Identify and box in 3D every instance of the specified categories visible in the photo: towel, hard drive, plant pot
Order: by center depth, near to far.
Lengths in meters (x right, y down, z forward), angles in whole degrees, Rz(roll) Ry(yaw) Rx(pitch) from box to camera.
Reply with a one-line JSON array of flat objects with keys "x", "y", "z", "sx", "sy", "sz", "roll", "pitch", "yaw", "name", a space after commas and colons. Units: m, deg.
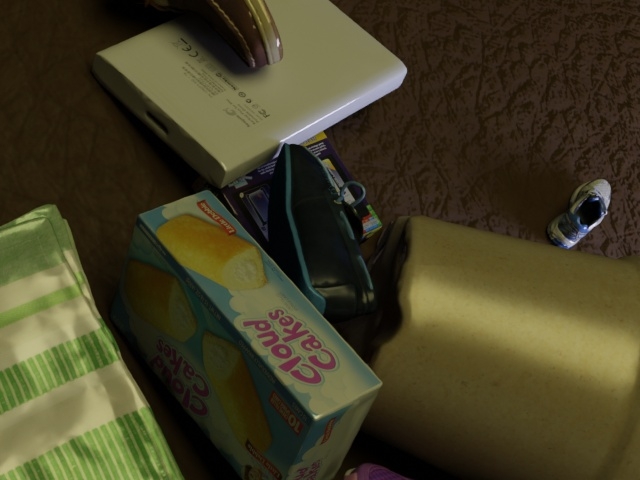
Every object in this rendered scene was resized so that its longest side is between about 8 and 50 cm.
[{"x": -0.265, "y": 0.155, "z": 1.179, "sx": 0.248, "sy": 0.038, "sz": 0.325, "roll": -27, "pitch": 93, "yaw": -35, "name": "towel"}, {"x": 0.186, "y": 0.126, "z": 1.372, "sx": 0.305, "sy": 0.334, "sz": 0.334, "roll": 19, "pitch": 55, "yaw": -9, "name": "plant pot"}, {"x": -0.072, "y": -0.189, "z": 1.504, "sx": 0.203, "sy": 0.040, "sz": 0.307, "roll": 42, "pitch": 47, "yaw": 17, "name": "hard drive"}]

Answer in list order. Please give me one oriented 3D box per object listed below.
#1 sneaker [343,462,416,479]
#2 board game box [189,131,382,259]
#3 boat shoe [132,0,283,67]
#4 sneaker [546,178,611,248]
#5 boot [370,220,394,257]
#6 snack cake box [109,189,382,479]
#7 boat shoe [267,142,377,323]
[{"x": 0.128, "y": 0.267, "z": 1.275, "sx": 0.236, "sy": 0.104, "sz": 0.095, "roll": 34, "pitch": 34, "yaw": -22, "name": "sneaker"}, {"x": -0.037, "y": -0.038, "z": 1.469, "sx": 0.170, "sy": 0.048, "sz": 0.141, "roll": -23, "pitch": 76, "yaw": -38, "name": "board game box"}, {"x": -0.176, "y": -0.300, "z": 1.475, "sx": 0.123, "sy": 0.123, "sz": 0.342, "roll": -38, "pitch": 77, "yaw": -9, "name": "boat shoe"}, {"x": 0.342, "y": -0.040, "z": 1.702, "sx": 0.052, "sy": 0.058, "sz": 0.135, "roll": 45, "pitch": 49, "yaw": -3, "name": "sneaker"}, {"x": 0.111, "y": 0.009, "z": 1.541, "sx": 0.087, "sy": 0.042, "sz": 0.118, "roll": 39, "pitch": 50, "yaw": -5, "name": "boot"}, {"x": -0.076, "y": 0.100, "z": 1.251, "sx": 0.089, "sy": 0.152, "sz": 0.264, "roll": -23, "pitch": 59, "yaw": -39, "name": "snack cake box"}, {"x": 0.000, "y": 0.000, "z": 1.348, "sx": 0.089, "sy": 0.109, "sz": 0.258, "roll": 5, "pitch": 42, "yaw": -14, "name": "boat shoe"}]
